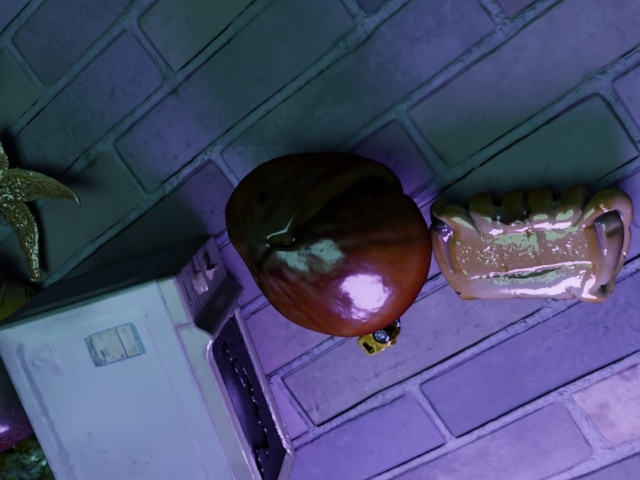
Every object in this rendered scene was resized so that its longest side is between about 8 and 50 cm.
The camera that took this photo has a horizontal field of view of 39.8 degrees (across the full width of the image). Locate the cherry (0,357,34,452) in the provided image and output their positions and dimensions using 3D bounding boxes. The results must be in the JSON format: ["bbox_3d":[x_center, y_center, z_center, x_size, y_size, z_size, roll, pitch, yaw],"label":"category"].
[{"bbox_3d":[-0.492,0.251,1.349,0.176,0.176,0.140,-29,120,29],"label":"cherry"}]

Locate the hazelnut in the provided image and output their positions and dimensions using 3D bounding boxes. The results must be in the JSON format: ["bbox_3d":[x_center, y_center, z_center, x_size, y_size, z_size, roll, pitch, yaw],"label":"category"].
[{"bbox_3d":[0.000,0.000,1.015,0.251,0.217,0.217,39,122,33],"label":"hazelnut"}]

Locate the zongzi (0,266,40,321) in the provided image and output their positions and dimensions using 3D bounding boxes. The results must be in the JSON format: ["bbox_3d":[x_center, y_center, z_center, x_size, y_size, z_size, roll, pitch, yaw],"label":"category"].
[{"bbox_3d":[-0.492,0.124,1.355,0.197,0.099,0.194,22,138,-18],"label":"zongzi"}]

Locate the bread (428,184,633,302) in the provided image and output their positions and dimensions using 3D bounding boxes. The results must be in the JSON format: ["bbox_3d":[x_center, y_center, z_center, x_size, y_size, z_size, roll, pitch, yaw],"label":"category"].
[{"bbox_3d":[0.236,0.002,0.998,0.225,0.081,0.134,-2,114,21],"label":"bread"}]

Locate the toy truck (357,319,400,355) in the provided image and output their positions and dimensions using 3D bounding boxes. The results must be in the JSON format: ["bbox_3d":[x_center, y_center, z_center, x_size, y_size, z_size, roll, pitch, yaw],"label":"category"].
[{"bbox_3d":[0.062,0.105,1.128,0.054,0.049,0.083,-39,91,31],"label":"toy truck"}]

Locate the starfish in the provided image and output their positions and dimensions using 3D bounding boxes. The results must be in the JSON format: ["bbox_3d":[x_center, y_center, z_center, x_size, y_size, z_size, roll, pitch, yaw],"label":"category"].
[{"bbox_3d":[-0.452,-0.055,1.282,0.295,0.048,0.231,17,120,22],"label":"starfish"}]

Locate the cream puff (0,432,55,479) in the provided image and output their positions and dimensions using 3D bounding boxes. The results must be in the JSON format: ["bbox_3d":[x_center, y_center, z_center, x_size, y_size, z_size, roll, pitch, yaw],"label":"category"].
[{"bbox_3d":[-0.418,0.399,1.379,0.221,0.195,0.194,14,115,37],"label":"cream puff"}]

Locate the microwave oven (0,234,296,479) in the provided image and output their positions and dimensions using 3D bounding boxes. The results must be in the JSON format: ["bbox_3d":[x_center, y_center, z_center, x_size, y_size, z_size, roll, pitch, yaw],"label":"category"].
[{"bbox_3d":[-0.215,0.205,1.170,0.286,0.218,0.355,-17,103,12],"label":"microwave oven"}]
